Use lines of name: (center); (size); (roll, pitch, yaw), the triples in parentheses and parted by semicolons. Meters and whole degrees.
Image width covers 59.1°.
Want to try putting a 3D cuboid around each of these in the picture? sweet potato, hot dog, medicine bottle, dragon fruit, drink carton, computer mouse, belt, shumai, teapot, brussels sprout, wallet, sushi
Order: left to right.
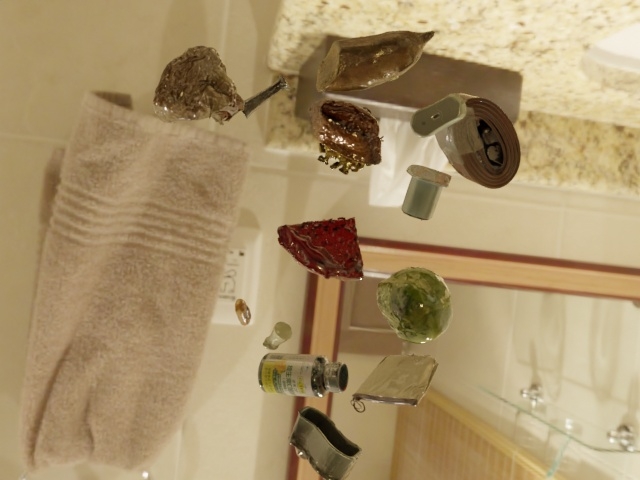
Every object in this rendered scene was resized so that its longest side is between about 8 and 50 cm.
shumai: (-0.269, -0.328, 1.295); (0.176, 0.206, 0.166); (41, 178, 4)
hot dog: (-0.281, 0.261, 2.074); (0.047, 0.066, 0.215); (-1, 156, -2)
teapot: (-0.117, 0.267, 1.554); (0.067, 0.057, 0.083); (13, 135, -37)
medicine bottle: (-0.056, 0.456, 1.915); (0.294, 0.141, 0.141); (-2, 176, 23)
dragon fruit: (0.000, 0.000, 2.055); (0.330, 0.240, 0.302); (18, -179, -10)
sushi: (0.076, -0.341, 1.826); (0.297, 0.166, 0.179); (28, 145, 0)
sweet potato: (0.161, -0.536, 1.679); (0.370, 0.157, 0.158); (-11, 179, 0)
wallet: (0.285, 0.525, 2.107); (0.335, 0.068, 0.275); (-14, -154, 47)
brussels sprout: (0.288, 0.193, 1.784); (0.210, 0.219, 0.271); (-28, -154, -31)
drink carton: (0.441, -0.208, 2.430); (0.191, 0.189, 0.185); (19, -149, 8)
computer mouse: (0.358, -0.376, 1.690); (0.182, 0.089, 0.056); (-27, -179, 26)
belt: (0.510, -0.326, 1.845); (0.338, 0.217, 0.122); (52, -179, -23)

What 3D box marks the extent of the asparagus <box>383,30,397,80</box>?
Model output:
asparagus: (0.256, -0.673, 2.104); (0.082, 0.343, 0.085); (17, 135, -14)

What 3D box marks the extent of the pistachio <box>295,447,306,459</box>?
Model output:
pistachio: (-0.015, 0.657, 1.888); (0.110, 0.189, 0.100); (18, -146, -13)

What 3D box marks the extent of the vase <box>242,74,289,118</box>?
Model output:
vase: (-0.179, -0.453, 1.777); (0.167, 0.059, 0.059); (-34, 179, 0)

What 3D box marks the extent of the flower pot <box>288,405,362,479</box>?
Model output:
flower pot: (0.007, 0.618, 1.711); (0.229, 0.108, 0.103); (34, -163, 33)
